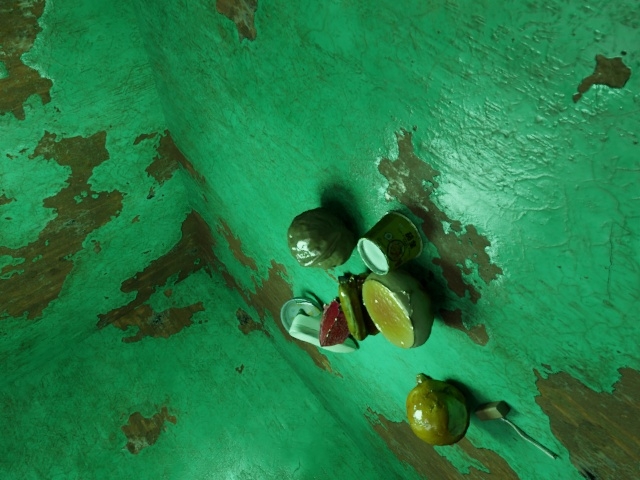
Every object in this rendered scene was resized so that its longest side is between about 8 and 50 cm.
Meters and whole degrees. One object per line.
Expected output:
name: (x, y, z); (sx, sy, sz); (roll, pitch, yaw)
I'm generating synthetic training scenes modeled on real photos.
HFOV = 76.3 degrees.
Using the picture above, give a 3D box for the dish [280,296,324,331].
dish: (-0.075, 0.412, 2.277); (0.273, 0.134, 0.274); (9, 118, 18)

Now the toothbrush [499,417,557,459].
toothbrush: (0.695, 0.662, 1.378); (0.204, 0.017, 0.022); (30, 133, 43)

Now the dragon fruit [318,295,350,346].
dragon fruit: (0.083, 0.385, 1.999); (0.161, 0.126, 0.274); (-115, 42, -54)

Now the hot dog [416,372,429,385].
hot dog: (0.448, 0.629, 1.712); (0.140, 0.060, 0.089); (57, 159, -9)

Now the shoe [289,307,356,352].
shoe: (0.025, 0.465, 2.125); (0.362, 0.160, 0.132); (21, 148, -10)

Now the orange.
orange: (0.447, 0.651, 1.548); (0.240, 0.240, 0.240); (40, 149, 30)

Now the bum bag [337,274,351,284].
bum bag: (0.132, 0.248, 1.821); (0.106, 0.060, 0.233); (34, 145, 54)

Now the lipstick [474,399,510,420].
lipstick: (0.603, 0.601, 1.435); (0.045, 0.045, 0.145); (51, 154, 16)

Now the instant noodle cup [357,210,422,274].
instant noodle cup: (0.216, 0.017, 1.324); (0.182, 0.144, 0.182); (40, 150, 29)

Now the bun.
bun: (0.286, 0.214, 1.403); (0.299, 0.164, 0.299); (47, 153, 32)

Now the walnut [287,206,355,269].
walnut: (-0.002, -0.003, 1.579); (0.273, 0.227, 0.273); (34, 141, 33)

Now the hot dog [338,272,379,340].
hot dog: (0.166, 0.274, 1.698); (0.117, 0.158, 0.349); (53, 164, 52)
